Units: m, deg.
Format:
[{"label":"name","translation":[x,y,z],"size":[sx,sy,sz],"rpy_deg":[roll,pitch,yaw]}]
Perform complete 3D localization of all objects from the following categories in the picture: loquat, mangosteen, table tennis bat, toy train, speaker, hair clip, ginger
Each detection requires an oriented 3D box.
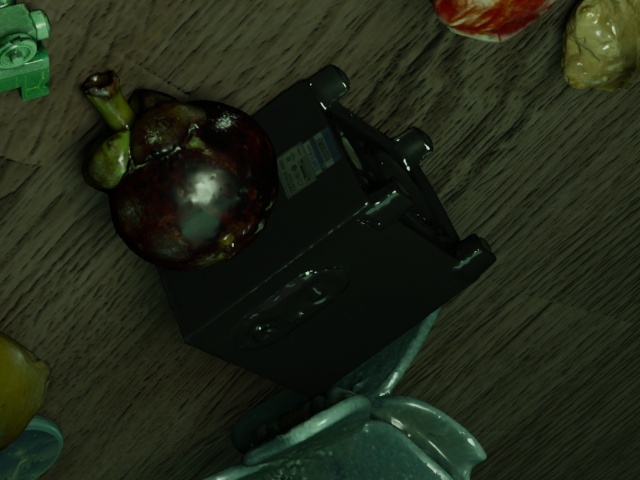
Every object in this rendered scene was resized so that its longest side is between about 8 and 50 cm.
[{"label":"loquat","translation":[-0.354,0.148,1.702],"size":[0.195,0.152,0.152],"rpy_deg":[-1,140,-24]},{"label":"mangosteen","translation":[-0.126,-0.059,1.563],"size":[0.172,0.184,0.172],"rpy_deg":[-49,158,-28]},{"label":"table tennis bat","translation":[-0.358,0.220,1.897],"size":[0.149,0.038,0.237],"rpy_deg":[-21,150,-9]},{"label":"toy train","translation":[-0.303,-0.141,1.407],"size":[0.178,0.071,0.105],"rpy_deg":[-18,157,-16]},{"label":"speaker","translation":[0.000,0.000,1.712],"size":[0.254,0.184,0.232],"rpy_deg":[-36,146,17]},{"label":"hair clip","translation":[0.024,0.273,1.935],"size":[0.318,0.238,0.392],"rpy_deg":[-32,-175,26]},{"label":"ginger","translation":[0.355,-0.248,1.724],"size":[0.294,0.086,0.131],"rpy_deg":[-34,139,-4]}]

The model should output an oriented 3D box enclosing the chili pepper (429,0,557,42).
[{"label":"chili pepper","translation":[0.177,-0.335,1.384],"size":[0.251,0.229,0.305],"rpy_deg":[-53,179,-36]}]
